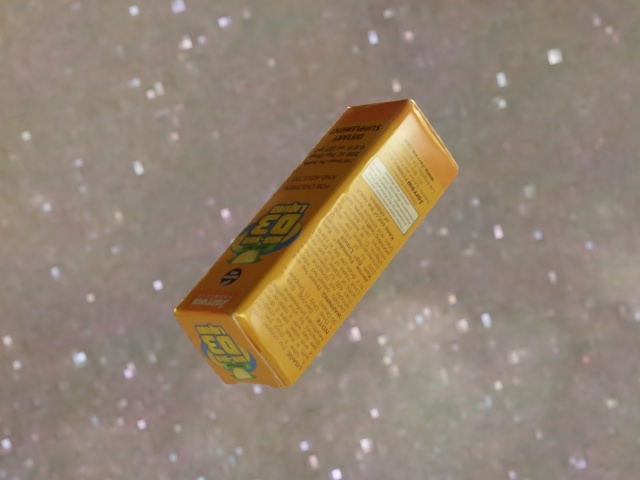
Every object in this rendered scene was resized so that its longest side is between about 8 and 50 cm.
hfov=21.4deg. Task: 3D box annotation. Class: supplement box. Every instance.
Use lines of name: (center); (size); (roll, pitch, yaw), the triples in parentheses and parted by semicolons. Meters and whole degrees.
supplement box: (0.000, 0.000, 1.232); (0.078, 0.080, 0.233); (-2, -137, 49)
